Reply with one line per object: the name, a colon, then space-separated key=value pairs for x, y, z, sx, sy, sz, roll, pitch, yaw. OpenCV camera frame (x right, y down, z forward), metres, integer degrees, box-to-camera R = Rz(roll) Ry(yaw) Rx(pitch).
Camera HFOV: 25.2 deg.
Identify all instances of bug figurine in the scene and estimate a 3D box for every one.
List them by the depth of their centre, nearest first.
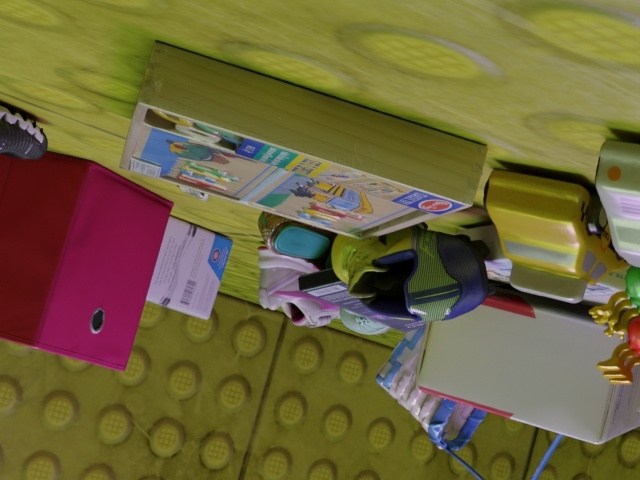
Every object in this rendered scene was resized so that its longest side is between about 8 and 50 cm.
bug figurine: x=0.379 y=0.079 z=1.297 sx=0.279 sy=0.072 sz=0.216 roll=-1 pitch=152 yaw=33

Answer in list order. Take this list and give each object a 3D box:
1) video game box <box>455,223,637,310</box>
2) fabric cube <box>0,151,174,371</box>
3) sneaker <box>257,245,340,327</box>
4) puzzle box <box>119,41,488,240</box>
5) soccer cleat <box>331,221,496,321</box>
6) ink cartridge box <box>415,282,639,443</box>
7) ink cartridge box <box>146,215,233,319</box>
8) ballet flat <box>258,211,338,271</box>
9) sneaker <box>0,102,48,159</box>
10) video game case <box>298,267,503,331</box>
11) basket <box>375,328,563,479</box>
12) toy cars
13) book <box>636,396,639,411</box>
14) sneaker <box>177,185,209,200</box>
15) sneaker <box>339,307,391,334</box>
video game box: x=0.248 y=0.028 z=1.461 sx=0.187 sy=0.048 sz=0.205 roll=14 pitch=174 yaw=-12
fabric cube: x=-0.396 y=0.018 z=2.005 sx=0.259 sy=0.258 sz=0.254 roll=13 pitch=172 yaw=23
sneaker: x=-0.003 y=0.091 z=2.322 sx=0.252 sy=0.111 sz=0.103 roll=18 pitch=173 yaw=-24
puzzle box: x=-0.036 y=-0.072 z=1.270 sx=0.272 sy=0.052 sz=0.409 roll=16 pitch=173 yaw=-8
soccer cleat: x=0.065 y=0.026 z=1.480 sx=0.121 sy=0.093 sz=0.289 roll=-15 pitch=-168 yaw=-23
ink cartridge box: x=0.276 y=0.130 z=1.653 sx=0.226 sy=0.131 sz=0.306 roll=13 pitch=-173 yaw=26
ink cartridge box: x=-0.250 y=0.034 z=2.308 sx=0.190 sy=0.139 sz=0.082 roll=22 pitch=173 yaw=-42
ballet flat: x=0.000 y=0.000 z=1.819 sx=0.206 sy=0.073 sz=0.067 roll=26 pitch=-164 yaw=-45
sneaker: x=-0.398 y=-0.112 z=1.562 sx=0.078 sy=0.106 sz=0.234 roll=12 pitch=173 yaw=36
video game case: x=0.126 y=0.066 z=1.857 sx=0.196 sy=0.026 sz=0.274 roll=-15 pitch=159 yaw=28
basket: x=0.256 y=0.216 z=2.170 sx=0.289 sy=0.255 sz=0.201 roll=36 pitch=-178 yaw=27
toy cars: x=0.223 y=0.000 z=1.097 sx=0.176 sy=0.087 sz=0.393 roll=17 pitch=173 yaw=-12
book: x=0.372 y=0.116 z=1.472 sx=0.035 sy=0.144 sz=0.096 roll=10 pitch=172 yaw=44
sneaker: x=-0.150 y=-0.065 z=1.692 sx=0.037 sy=0.032 sz=0.083 roll=17 pitch=173 yaw=-15
sneaker: x=0.064 y=0.082 z=2.148 sx=0.151 sy=0.094 sz=0.256 roll=13 pitch=166 yaw=-29
